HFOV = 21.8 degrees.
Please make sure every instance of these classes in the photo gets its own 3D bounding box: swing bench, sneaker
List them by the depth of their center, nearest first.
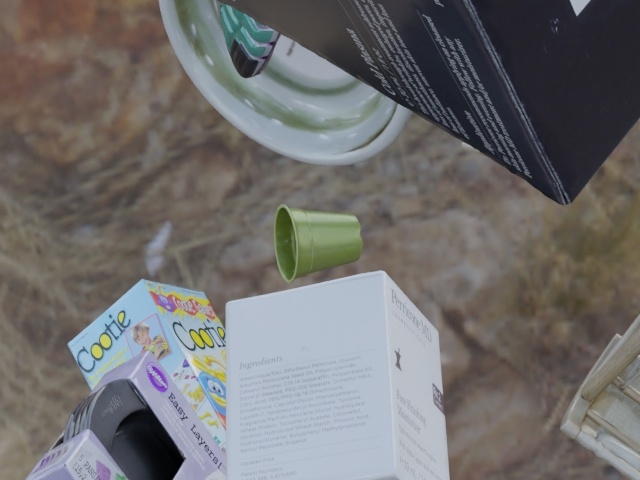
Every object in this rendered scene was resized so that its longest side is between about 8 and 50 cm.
[{"bbox_3d":[-0.016,-0.212,1.300,0.098,0.224,0.083,-11,58,-20],"label":"sneaker"},{"bbox_3d":[0.435,0.166,1.769,0.253,0.255,0.165,37,25,3],"label":"swing bench"}]

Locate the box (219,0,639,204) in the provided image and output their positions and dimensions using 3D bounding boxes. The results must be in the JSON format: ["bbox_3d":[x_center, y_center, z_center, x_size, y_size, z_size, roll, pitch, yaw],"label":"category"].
[{"bbox_3d":[0.024,-0.232,0.865,0.312,0.343,0.179,33,79,35],"label":"box"}]

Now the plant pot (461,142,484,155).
[{"bbox_3d":[0.255,-0.134,2.001,0.096,0.109,0.109,31,13,40],"label":"plant pot"}]

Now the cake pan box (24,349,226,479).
[{"bbox_3d":[-0.153,0.259,1.567,0.070,0.267,0.246,-30,11,20],"label":"cake pan box"}]

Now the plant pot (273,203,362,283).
[{"bbox_3d":[0.000,0.000,1.755,0.079,0.083,0.083,-5,32,-17],"label":"plant pot"}]

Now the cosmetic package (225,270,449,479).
[{"bbox_3d":[0.015,0.147,1.430,0.151,0.151,0.184,-11,63,19],"label":"cosmetic package"}]

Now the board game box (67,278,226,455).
[{"bbox_3d":[-0.169,0.205,2.072,0.144,0.142,0.275,-40,65,19],"label":"board game box"}]

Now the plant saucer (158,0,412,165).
[{"bbox_3d":[-0.029,-0.287,2.202,0.400,0.400,0.100,12,42,32],"label":"plant saucer"}]
